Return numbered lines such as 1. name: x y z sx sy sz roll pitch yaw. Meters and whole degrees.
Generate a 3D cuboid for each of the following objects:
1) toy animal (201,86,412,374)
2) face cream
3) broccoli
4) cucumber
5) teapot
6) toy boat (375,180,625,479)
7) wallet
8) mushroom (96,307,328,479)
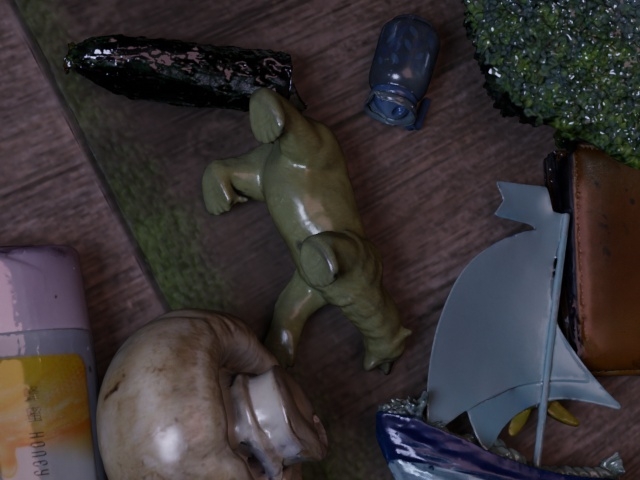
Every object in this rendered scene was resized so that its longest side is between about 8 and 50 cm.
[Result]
1. toy animal: 0.000 0.000 0.906 0.101 0.103 0.218 -17 84 -47
2. face cream: -0.184 0.136 0.779 0.107 0.073 0.269 -1 76 -35
3. broccoli: 0.219 -0.171 1.014 0.176 0.226 0.198 31 84 -37
4. cucumber: -0.094 -0.120 0.908 0.181 0.053 0.053 3 75 -24
5. teapot: 0.064 -0.131 0.997 0.049 0.063 0.083 14 70 10
6. toy boat: 0.153 0.087 0.959 0.220 0.067 0.291 16 73 -17
7. wallet: 0.269 0.017 1.064 0.161 0.042 0.195 2 80 -20
8. mushroom: -0.065 0.119 0.796 0.127 0.166 0.166 -22 87 11
